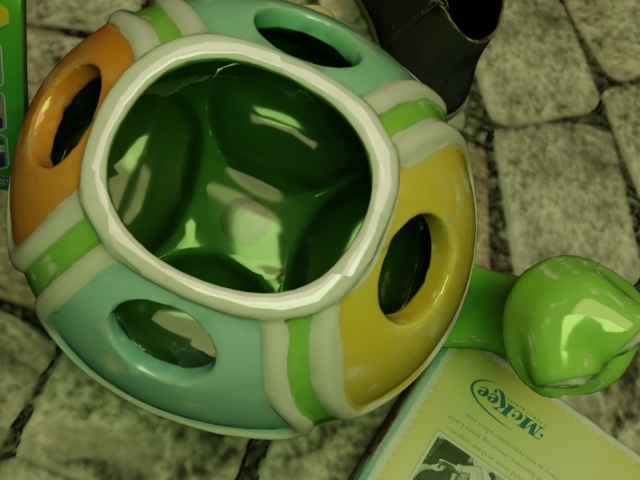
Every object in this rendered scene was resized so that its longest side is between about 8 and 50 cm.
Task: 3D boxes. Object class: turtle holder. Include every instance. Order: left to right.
[{"bbox_3d":[-0.018,0.008,0.567,0.243,0.227,0.320,-41,88,-7],"label":"turtle holder"}]

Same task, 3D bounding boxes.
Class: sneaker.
[{"bbox_3d":[0.071,-0.206,0.762,0.083,0.118,0.222,-14,73,-20],"label":"sneaker"}]

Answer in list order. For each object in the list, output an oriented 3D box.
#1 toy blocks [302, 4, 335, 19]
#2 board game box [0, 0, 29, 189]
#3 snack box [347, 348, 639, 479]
[{"bbox_3d":[-0.032,-0.081,0.719,0.123,0.054,0.148,-7,71,-18],"label":"toy blocks"},{"bbox_3d":[-0.318,-0.098,0.562,0.317,0.213,0.046,2,68,-14],"label":"board game box"},{"bbox_3d":[0.160,0.221,0.642,0.322,0.060,0.187,36,63,1],"label":"snack box"}]
